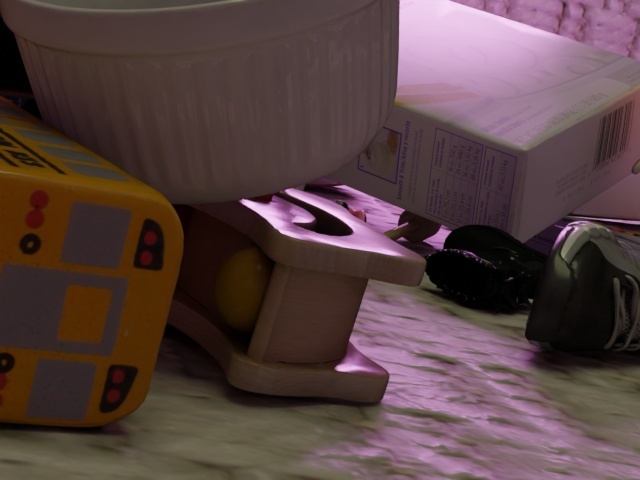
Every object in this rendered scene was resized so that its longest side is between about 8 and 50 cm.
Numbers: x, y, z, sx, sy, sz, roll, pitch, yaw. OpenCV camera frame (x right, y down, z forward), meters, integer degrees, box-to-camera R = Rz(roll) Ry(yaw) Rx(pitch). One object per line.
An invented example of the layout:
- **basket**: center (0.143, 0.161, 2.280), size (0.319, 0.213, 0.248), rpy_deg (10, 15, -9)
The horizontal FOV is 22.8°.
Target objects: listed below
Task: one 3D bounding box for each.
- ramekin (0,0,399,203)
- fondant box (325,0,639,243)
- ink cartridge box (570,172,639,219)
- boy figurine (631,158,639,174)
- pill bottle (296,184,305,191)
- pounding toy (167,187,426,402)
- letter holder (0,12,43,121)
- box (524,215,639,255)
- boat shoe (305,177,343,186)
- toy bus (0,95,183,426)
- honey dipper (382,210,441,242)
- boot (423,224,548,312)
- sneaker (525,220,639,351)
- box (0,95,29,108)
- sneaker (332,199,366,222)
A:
- **ramekin**: center (-0.055, -0.102, 0.816), size (0.207, 0.109, 0.207), rpy_deg (-6, 27, 3)
- **fondant box**: center (0.098, -0.124, 1.388), size (0.330, 0.096, 0.238), rpy_deg (22, 33, 32)
- **ink cartridge box**: center (0.268, -0.073, 1.586), size (0.172, 0.100, 0.237), rpy_deg (6, 2, 16)
- **boy figurine**: center (0.347, -0.071, 1.275), size (0.177, 0.285, 0.092), rpy_deg (16, 9, -3)
- **pill bottle**: center (-0.060, -0.063, 1.210), size (0.103, 0.103, 0.184), rpy_deg (13, 10, -3)
- **pounding toy**: center (-0.045, -0.026, 0.861), size (0.154, 0.155, 0.269), rpy_deg (14, 9, -23)
- **letter holder**: center (-0.201, -0.204, 1.299), size (0.214, 0.152, 0.302), rpy_deg (8, 40, 22)
- **box**: center (0.278, 0.013, 1.426), size (0.186, 0.038, 0.145), rpy_deg (7, 11, -40)
- **boat shoe**: center (-0.079, -0.116, 1.500), size (0.277, 0.096, 0.098), rpy_deg (10, 11, -17)
- **toy bus**: center (-0.195, -0.020, 0.762), size (0.130, 0.108, 0.332), rpy_deg (7, 12, -31)
- **honey dipper**: center (0.065, -0.006, 1.282), size (0.030, 0.030, 0.160), rpy_deg (16, 13, 15)
- **boot**: center (0.113, 0.019, 1.162), size (0.099, 0.045, 0.121), rpy_deg (-1, 18, -46)
- **sneaker**: center (0.225, 0.044, 1.048), size (0.132, 0.086, 0.228), rpy_deg (20, 10, 22)
- **box**: center (-0.368, -0.139, 1.351), size (0.183, 0.059, 0.232), rpy_deg (2, 15, -46)
- **sneaker**: center (0.000, 0.000, 1.070), size (0.047, 0.057, 0.119), rpy_deg (19, 12, 20)
